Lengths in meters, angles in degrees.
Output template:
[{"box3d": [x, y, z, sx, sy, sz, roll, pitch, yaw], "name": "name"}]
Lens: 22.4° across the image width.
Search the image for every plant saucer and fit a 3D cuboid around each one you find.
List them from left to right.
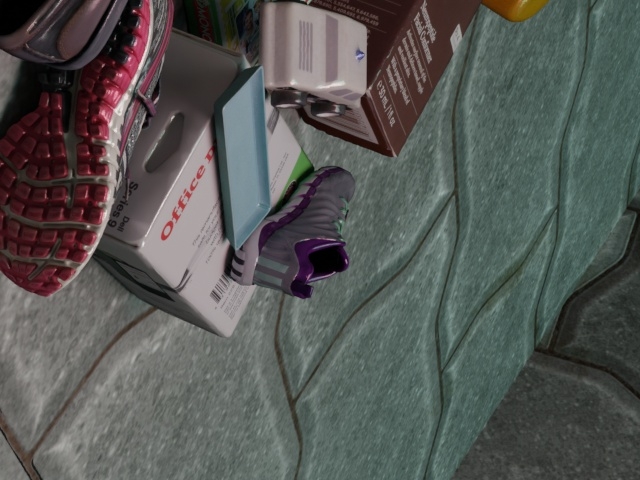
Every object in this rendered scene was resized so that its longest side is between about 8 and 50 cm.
[{"box3d": [-0.073, -0.076, 1.503, 0.067, 0.018, 0.192, -52, 154, -34], "name": "plant saucer"}]

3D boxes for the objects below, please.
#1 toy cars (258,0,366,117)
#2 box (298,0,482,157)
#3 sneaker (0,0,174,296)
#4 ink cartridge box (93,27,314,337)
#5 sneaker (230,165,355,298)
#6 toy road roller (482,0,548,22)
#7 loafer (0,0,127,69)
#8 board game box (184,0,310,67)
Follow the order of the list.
[{"box3d": [-0.019, -0.247, 1.483, 0.394, 0.087, 0.176, 66, 32, -42], "name": "toy cars"}, {"box3d": [0.103, -0.308, 1.863, 0.381, 0.143, 0.191, -63, 159, -13], "name": "box"}, {"box3d": [-0.195, -0.092, 1.390, 0.299, 0.121, 0.112, -69, 162, 7], "name": "sneaker"}, {"box3d": [-0.130, -0.054, 1.585, 0.211, 0.121, 0.289, -62, 159, -12], "name": "ink cartridge box"}, {"box3d": [0.000, 0.000, 1.651, 0.223, 0.098, 0.083, -44, 151, -50], "name": "sneaker"}, {"box3d": [0.290, -0.422, 2.132, 0.240, 0.202, 0.329, -59, 161, 21], "name": "toy road roller"}, {"box3d": [-0.175, -0.276, 1.261, 0.095, 0.109, 0.302, -4, 119, -63], "name": "loafer"}, {"box3d": [-0.034, -0.325, 1.635, 0.317, 0.046, 0.213, -54, 157, -28], "name": "board game box"}]
